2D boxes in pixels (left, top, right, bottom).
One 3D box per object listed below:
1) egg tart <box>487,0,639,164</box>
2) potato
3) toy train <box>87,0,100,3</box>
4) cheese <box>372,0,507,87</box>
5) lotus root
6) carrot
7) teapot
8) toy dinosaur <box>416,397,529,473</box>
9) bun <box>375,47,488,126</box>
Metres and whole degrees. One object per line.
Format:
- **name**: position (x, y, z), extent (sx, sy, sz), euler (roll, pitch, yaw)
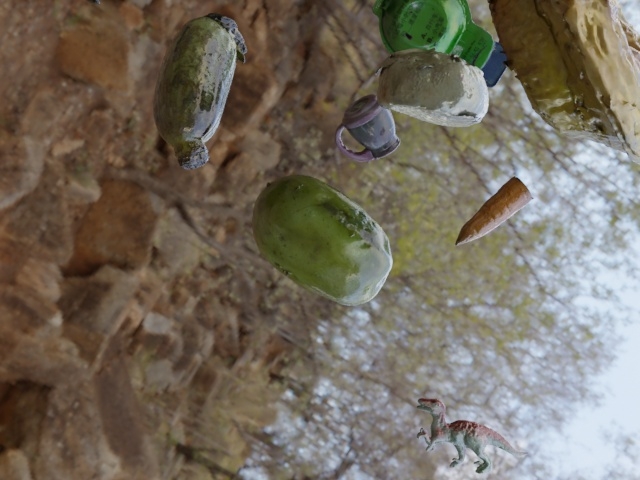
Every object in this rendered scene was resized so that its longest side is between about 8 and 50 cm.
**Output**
- **egg tart**: position (0.365, -0.286, 1.346), extent (0.178, 0.443, 0.443), euler (-23, -150, 26)
- **potato**: position (0.001, -0.003, 1.887), extent (0.216, 0.304, 0.216), euler (-61, 173, -12)
- **toy train**: position (-0.498, -0.573, 1.872), extent (0.115, 0.269, 0.154), euler (44, 63, -71)
- **cheese**: position (0.265, -0.451, 2.052), extent (0.204, 0.320, 0.083), euler (-59, -179, 17)
- **lotus root**: position (-0.244, -0.291, 1.824), extent (0.173, 0.173, 0.309), euler (156, -53, -65)
- **carrot**: position (0.382, -0.057, 2.125), extent (0.205, 0.072, 0.072), euler (-39, -166, -2)
- **teapot**: position (0.119, -0.259, 2.257), extent (0.148, 0.146, 0.116), euler (-44, -156, -18)
- **toy dinosaur**: position (0.309, 0.395, 1.895), extent (0.053, 0.242, 0.167), euler (-92, -175, -70)
- **bun**: position (0.224, -0.308, 1.867), extent (0.239, 0.239, 0.141), euler (-157, -99, -76)
